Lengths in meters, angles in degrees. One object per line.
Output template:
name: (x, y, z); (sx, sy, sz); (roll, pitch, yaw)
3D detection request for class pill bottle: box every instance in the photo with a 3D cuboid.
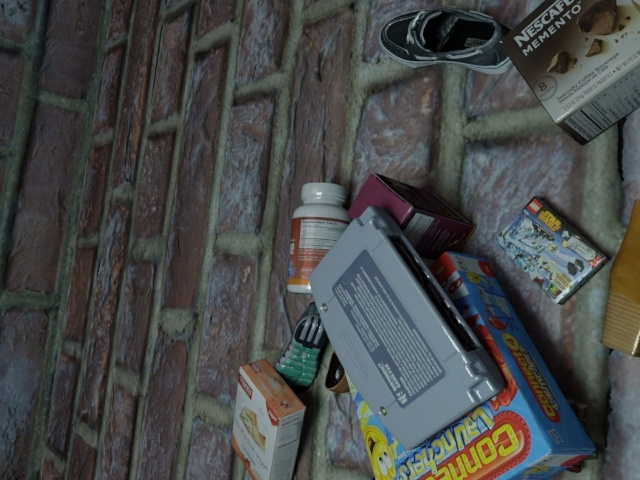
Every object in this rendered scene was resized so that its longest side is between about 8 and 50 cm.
pill bottle: (0.000, 0.000, 1.031); (0.121, 0.121, 0.217); (-4, 79, 45)

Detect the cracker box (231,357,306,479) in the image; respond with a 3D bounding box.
cracker box: (-0.113, 0.383, 1.059); (0.155, 0.067, 0.233); (38, 128, 43)

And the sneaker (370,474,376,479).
sneaker: (0.147, 0.438, 0.832); (0.188, 0.067, 0.078); (30, 110, 47)

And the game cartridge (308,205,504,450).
game cartridge: (0.096, 0.123, 0.721); (0.196, 0.060, 0.294); (-49, 58, 33)

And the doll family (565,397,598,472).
doll family: (0.280, 0.268, 0.728); (0.193, 0.075, 0.112); (0, 83, 57)

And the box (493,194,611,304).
box: (0.334, 0.012, 0.756); (0.094, 0.027, 0.137); (-54, 50, 25)

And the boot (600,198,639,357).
boot: (0.467, 0.059, 0.558); (0.295, 0.104, 0.212); (20, 97, 50)

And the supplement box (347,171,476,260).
supplement box: (0.150, -0.033, 0.836); (0.104, 0.188, 0.081); (49, 116, 39)

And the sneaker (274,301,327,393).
sneaker: (-0.033, 0.222, 1.074); (0.098, 0.083, 0.224); (-74, 8, -58)

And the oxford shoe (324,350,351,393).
oxford shoe: (0.067, 0.190, 0.959); (0.076, 0.076, 0.213); (26, 99, 47)

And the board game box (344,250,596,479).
board game box: (0.178, 0.230, 0.758); (0.308, 0.086, 0.302); (-55, 36, 34)

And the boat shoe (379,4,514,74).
boat shoe: (0.201, -0.361, 0.911); (0.301, 0.102, 0.108); (35, 107, 43)

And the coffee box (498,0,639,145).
coffee box: (0.413, -0.289, 0.671); (0.297, 0.118, 0.168); (-39, 58, 33)
